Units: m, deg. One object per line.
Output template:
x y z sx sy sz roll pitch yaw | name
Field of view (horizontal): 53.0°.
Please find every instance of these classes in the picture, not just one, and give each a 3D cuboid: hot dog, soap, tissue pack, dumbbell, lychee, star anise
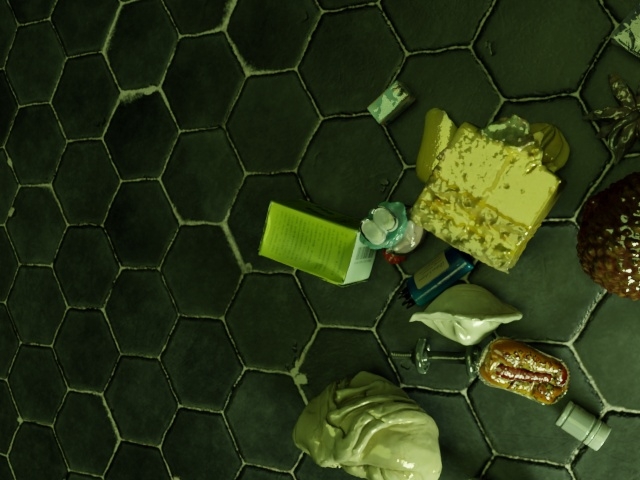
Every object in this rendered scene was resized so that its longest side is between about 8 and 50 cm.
0.414 0.266 1.309 0.191 0.059 0.108 20 96 -3 | hot dog
0.261 -0.205 1.419 0.089 0.033 0.168 14 98 24 | soap
0.160 -0.309 1.447 0.094 0.074 0.058 -41 81 21 | tissue pack
0.276 0.256 1.400 0.254 0.082 0.081 -2 91 27 | dumbbell
0.598 0.004 1.144 0.271 0.271 0.271 1 92 27 | lychee
0.608 -0.245 1.223 0.182 0.065 0.195 -37 71 22 | star anise
0.644 -0.414 1.207 0.112 0.051 0.156 42 108 19 | tissue pack

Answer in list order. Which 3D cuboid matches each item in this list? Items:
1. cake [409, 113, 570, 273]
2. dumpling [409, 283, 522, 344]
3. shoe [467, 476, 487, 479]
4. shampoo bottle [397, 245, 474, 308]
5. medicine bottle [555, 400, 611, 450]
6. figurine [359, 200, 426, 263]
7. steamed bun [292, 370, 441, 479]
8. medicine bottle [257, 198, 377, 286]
0.353 -0.117 1.269 0.222 0.227 0.286 32 107 18 | cake
0.295 0.155 1.338 0.216 0.166 0.126 24 104 32 | dumpling
0.413 0.554 1.326 0.227 0.099 0.125 34 114 17 | shoe
0.249 0.083 1.413 0.183 0.050 0.087 -41 33 22 | shampoo bottle
0.526 0.371 1.288 0.091 0.058 0.058 33 106 22 | medicine bottle
0.150 -0.019 1.368 0.138 0.245 0.110 -48 69 13 | figurine
0.114 0.403 1.399 0.289 0.276 0.203 12 85 51 | steamed bun
0.000 0.000 1.501 0.250 0.137 0.141 20 101 26 | medicine bottle
